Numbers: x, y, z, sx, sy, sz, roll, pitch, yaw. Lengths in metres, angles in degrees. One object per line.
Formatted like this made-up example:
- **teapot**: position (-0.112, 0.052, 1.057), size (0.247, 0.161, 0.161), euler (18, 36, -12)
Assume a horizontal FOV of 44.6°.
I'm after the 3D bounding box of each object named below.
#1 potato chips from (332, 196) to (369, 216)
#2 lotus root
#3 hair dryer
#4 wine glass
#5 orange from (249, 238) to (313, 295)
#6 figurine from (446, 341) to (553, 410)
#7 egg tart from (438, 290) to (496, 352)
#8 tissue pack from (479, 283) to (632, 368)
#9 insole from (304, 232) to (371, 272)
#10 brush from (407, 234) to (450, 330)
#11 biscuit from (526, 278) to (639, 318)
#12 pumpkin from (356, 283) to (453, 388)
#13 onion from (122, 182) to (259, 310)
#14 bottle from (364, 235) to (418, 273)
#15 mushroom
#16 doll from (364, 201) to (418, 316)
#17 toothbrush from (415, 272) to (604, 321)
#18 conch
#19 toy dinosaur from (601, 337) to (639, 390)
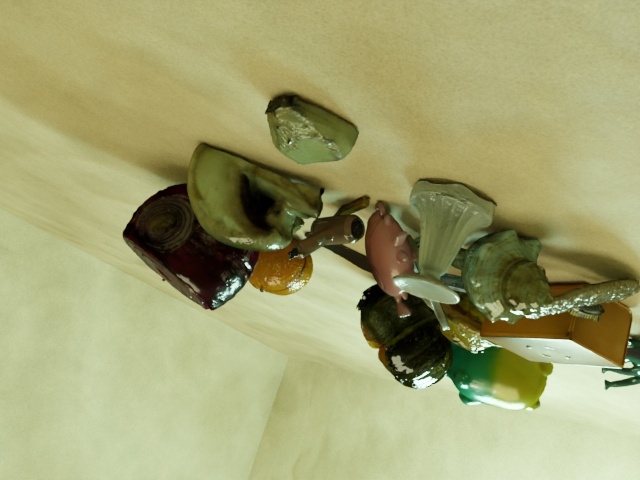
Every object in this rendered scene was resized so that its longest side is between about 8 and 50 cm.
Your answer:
- **potato chips**: position (0.063, -0.062, 1.701), size (0.026, 0.037, 0.204), euler (13, 161, -18)
- **lotus root**: position (-0.034, -0.184, 1.325), size (0.144, 0.070, 0.143), euler (31, 160, -36)
- **hair dryer**: position (0.000, 0.000, 1.642), size (0.117, 0.182, 0.064), euler (-4, 110, 45)
- **wine glass**: position (0.221, 0.004, 1.445), size (0.165, 0.196, 0.165), euler (19, 163, 6)
- **orange**: position (-0.117, 0.070, 2.113), size (0.193, 0.161, 0.193), euler (14, 167, 3)
- **figurine**: position (0.501, 0.375, 2.295), size (0.340, 0.231, 0.323), euler (18, 123, 19)
- **egg tart**: position (0.378, 0.214, 2.000), size (0.241, 0.105, 0.241), euler (26, -164, -8)
- **tissue pack**: position (0.547, 0.195, 1.811), size (0.194, 0.145, 0.275), euler (29, 162, -28)
- **insole**: position (0.092, 0.046, 2.076), size (0.328, 0.007, 0.111), euler (28, 161, -30)
- **brush**: position (0.265, 0.096, 1.795), size (0.065, 0.070, 0.327), euler (-24, 133, 2)
- **biscuit**: position (0.536, 0.109, 1.548), size (0.250, 0.032, 0.133), euler (-9, 163, -12)
- **pumpkin**: position (0.236, 0.266, 2.158), size (0.320, 0.192, 0.320), euler (58, 174, 10)
- **onion**: position (-0.300, -0.012, 1.875), size (0.337, 0.260, 0.282), euler (30, 166, 38)
- **bottle**: position (0.194, 0.031, 1.808), size (0.217, 0.060, 0.060), euler (25, 163, -26)
- **mushroom**: position (-0.147, -0.056, 1.683), size (0.292, 0.211, 0.217), euler (12, 156, 0)
- **doll**: position (0.150, 0.043, 1.656), size (0.093, 0.261, 0.211), euler (-19, -169, -11)
- **toothbrush**: position (0.391, 0.113, 1.664), size (0.414, 0.035, 0.042), euler (12, 136, 11)
- **conch**: position (0.364, 0.053, 1.551), size (0.203, 0.169, 0.386), euler (32, -163, -22)
- **toy dinosaur**: position (0.875, 0.305, 1.934), size (0.331, 0.129, 0.383), euler (-1, 156, 25)
